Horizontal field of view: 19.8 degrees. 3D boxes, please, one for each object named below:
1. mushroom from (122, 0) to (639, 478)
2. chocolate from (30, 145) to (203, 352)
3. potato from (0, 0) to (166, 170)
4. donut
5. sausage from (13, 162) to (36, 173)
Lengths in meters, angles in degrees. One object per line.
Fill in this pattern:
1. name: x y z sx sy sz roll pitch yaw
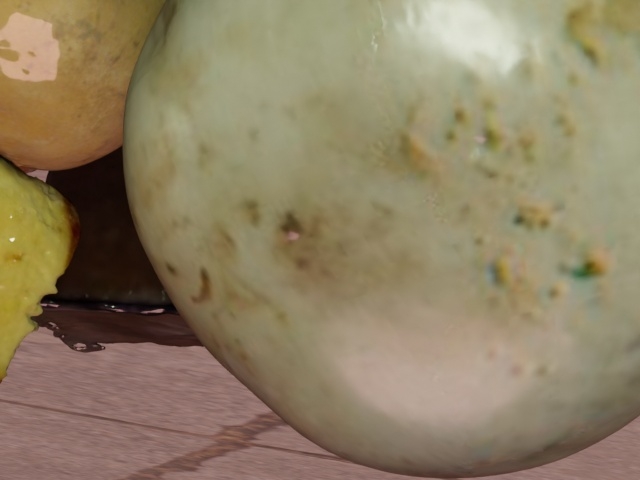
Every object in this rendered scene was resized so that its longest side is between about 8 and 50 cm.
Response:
1. mushroom: 0.049 -0.039 0.725 0.244 0.243 0.243 5 163 2
2. chocolate: 0.000 0.000 0.975 0.321 0.112 0.112 1 164 11
3. potato: -0.108 -0.089 0.737 0.112 0.112 0.147 4 156 7
4. donut: -0.186 -0.038 0.824 0.141 0.085 0.217 32 -167 -38
5. sausage: -0.124 -0.071 0.897 0.043 0.043 0.186 13 162 -22
